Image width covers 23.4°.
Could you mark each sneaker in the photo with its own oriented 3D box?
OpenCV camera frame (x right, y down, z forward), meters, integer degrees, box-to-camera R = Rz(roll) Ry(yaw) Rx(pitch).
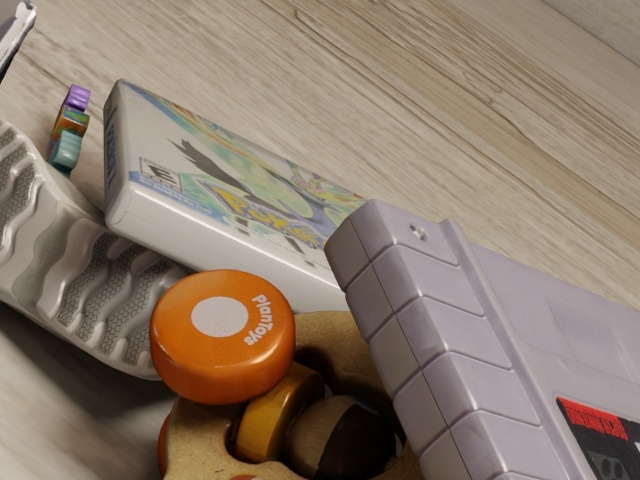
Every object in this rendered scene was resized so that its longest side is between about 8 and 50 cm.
[{"bbox_3d":[-0.182,0.015,1.031,0.281,0.105,0.115,38,-10,23],"label":"sneaker"}]

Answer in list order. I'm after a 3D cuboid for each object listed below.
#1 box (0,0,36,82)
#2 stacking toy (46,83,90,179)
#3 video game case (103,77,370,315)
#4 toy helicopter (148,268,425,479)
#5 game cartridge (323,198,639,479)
[{"bbox_3d":[-0.310,-0.065,0.658,0.296,0.294,0.183,33,67,-11],"label":"box"},{"bbox_3d":[-0.202,-0.075,1.210,0.167,0.052,0.221,24,26,-14],"label":"stacking toy"},{"bbox_3d":[0.000,0.000,1.096,0.329,0.036,0.300,25,13,-15],"label":"video game case"},{"bbox_3d":[0.016,0.178,0.825,0.235,0.140,0.355,3,45,0],"label":"toy helicopter"},{"bbox_3d":[0.172,0.114,0.891,0.355,0.068,0.230,21,30,-43],"label":"game cartridge"}]
